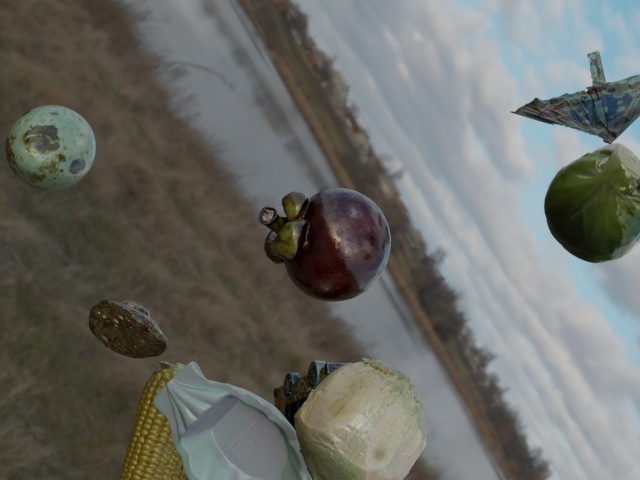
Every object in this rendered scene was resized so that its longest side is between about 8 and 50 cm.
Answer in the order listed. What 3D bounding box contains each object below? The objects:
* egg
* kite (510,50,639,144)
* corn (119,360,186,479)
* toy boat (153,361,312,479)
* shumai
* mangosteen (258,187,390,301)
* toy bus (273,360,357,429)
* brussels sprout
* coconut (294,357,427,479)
[{"bbox_3d":[-0.535,-0.181,1.894,0.169,0.169,0.231,59,9,-11],"label":"egg"},{"bbox_3d":[0.618,-0.324,2.124,0.368,0.406,0.014,-81,150,-48],"label":"kite"},{"bbox_3d":[-0.331,0.443,1.969,0.144,0.144,0.387,49,51,-76],"label":"corn"},{"bbox_3d":[-0.130,0.319,1.536,0.290,0.199,0.100,46,15,2],"label":"toy boat"},{"bbox_3d":[-0.343,0.143,1.717,0.139,0.123,0.105,16,50,-28],"label":"shumai"},{"bbox_3d":[0.000,0.000,1.744,0.257,0.215,0.215,18,28,-32],"label":"mangosteen"},{"bbox_3d":[0.015,0.322,1.786,0.275,0.138,0.167,145,-53,-61],"label":"toy bus"},{"bbox_3d":[0.784,-0.106,2.682,0.289,0.281,0.355,46,-42,21],"label":"brussels sprout"},{"bbox_3d":[0.055,0.275,1.370,0.194,0.194,0.194,60,3,-4],"label":"coconut"}]
